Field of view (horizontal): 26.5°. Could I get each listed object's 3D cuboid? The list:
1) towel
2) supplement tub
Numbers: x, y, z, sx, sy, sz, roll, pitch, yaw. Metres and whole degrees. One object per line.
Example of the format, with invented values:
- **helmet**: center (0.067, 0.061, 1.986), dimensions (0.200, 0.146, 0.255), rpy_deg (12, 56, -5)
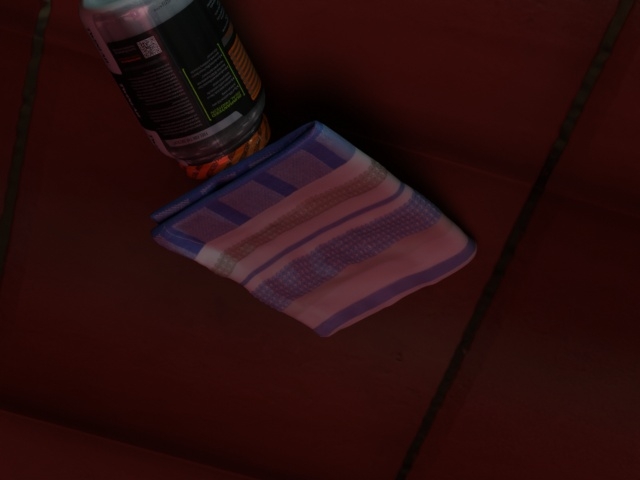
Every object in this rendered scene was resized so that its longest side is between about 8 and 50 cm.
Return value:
- **towel**: center (0.000, 0.000, 1.304), dimensions (0.209, 0.034, 0.285), rpy_deg (-29, 142, 24)
- **supplement tub**: center (-0.124, -0.155, 1.215), dimensions (0.117, 0.117, 0.190), rpy_deg (-16, 123, 18)
